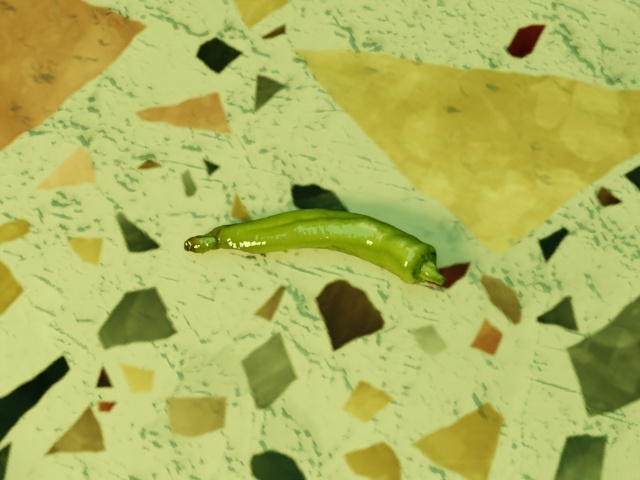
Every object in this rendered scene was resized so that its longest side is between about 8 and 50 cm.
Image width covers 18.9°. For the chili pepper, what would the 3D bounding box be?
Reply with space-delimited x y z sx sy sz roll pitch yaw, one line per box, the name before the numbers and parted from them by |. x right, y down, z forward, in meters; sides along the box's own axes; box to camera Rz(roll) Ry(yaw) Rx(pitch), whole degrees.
chili pepper | 0.000 -0.001 1.493 0.208 0.043 0.049 8 91 14
